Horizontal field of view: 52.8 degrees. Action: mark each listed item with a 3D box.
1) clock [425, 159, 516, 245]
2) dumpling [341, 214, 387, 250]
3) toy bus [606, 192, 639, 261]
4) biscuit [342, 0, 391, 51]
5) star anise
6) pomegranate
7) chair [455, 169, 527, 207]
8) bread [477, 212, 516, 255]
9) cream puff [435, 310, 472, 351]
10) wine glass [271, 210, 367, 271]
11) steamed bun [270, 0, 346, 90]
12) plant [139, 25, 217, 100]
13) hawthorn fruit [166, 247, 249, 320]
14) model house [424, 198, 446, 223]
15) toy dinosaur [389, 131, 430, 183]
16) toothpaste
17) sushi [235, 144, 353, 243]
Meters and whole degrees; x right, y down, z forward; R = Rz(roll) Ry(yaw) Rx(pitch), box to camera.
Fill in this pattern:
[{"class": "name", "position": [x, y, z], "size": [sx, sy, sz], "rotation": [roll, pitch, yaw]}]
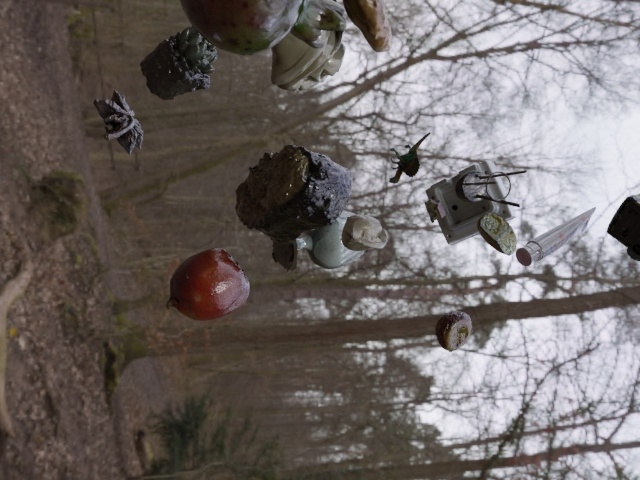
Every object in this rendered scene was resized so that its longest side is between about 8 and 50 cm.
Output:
[{"class": "clock", "position": [0.525, -0.134, 2.292], "size": [0.262, 0.116, 0.231], "rotation": [-26, -104, 29]}, {"class": "dumpling", "position": [0.128, -0.021, 1.869], "size": [0.199, 0.136, 0.118], "rotation": [-103, -156, -63]}, {"class": "toy bus", "position": [0.775, 0.004, 1.390], "size": [0.262, 0.150, 0.128], "rotation": [49, -31, 32]}, {"class": "biscuit", "position": [0.099, -0.765, 1.922], "size": [0.429, 0.104, 0.445], "rotation": [51, 18, -66]}, {"class": "star anise", "position": [-0.632, -0.371, 2.047], "size": [0.089, 0.209, 0.231], "rotation": [-31, -130, 13]}, {"class": "pomegranate", "position": [-0.095, -0.448, 1.112], "size": [0.242, 0.306, 0.242], "rotation": [24, -58, 47]}, {"class": "chair", "position": [0.473, -0.154, 1.789], "size": [0.095, 0.104, 0.222], "rotation": [-50, -161, -14]}, {"class": "bread", "position": [0.568, -0.017, 2.084], "size": [0.083, 0.157, 0.094], "rotation": [-47, 176, -18]}, {"class": "cream puff", "position": [0.451, 0.308, 2.211], "size": [0.084, 0.149, 0.148], "rotation": [35, -58, 50]}, {"class": "wine glass", "position": [0.000, 0.000, 2.358], "size": [0.238, 0.323, 0.237], "rotation": [29, -55, 54]}, {"class": "steamed bun", "position": [-0.026, -0.615, 1.940], "size": [0.309, 0.220, 0.324], "rotation": [-81, -176, -48]}, {"class": "plant", "position": [-0.341, -0.436, 1.597], "size": [0.129, 0.195, 0.132], "rotation": [5, 61, -68]}, {"class": "hawthorn fruit", "position": [-0.263, 0.107, 1.462], "size": [0.169, 0.188, 0.169], "rotation": [53, -15, 20]}, {"class": "model house", "position": [0.395, -0.110, 2.221], "size": [0.057, 0.058, 0.083], "rotation": [-88, 156, -63]}, {"class": "toy dinosaur", "position": [0.270, -0.243, 1.951], "size": [0.187, 0.044, 0.106], "rotation": [-21, -103, 34]}, {"class": "toothpaste", "position": [0.717, -0.011, 1.940], "size": [0.066, 0.323, 0.100], "rotation": [43, -35, 35]}, {"class": "sushi", "position": [-0.077, -0.117, 1.594], "size": [0.350, 0.171, 0.210], "rotation": [-8, -122, 57]}]
